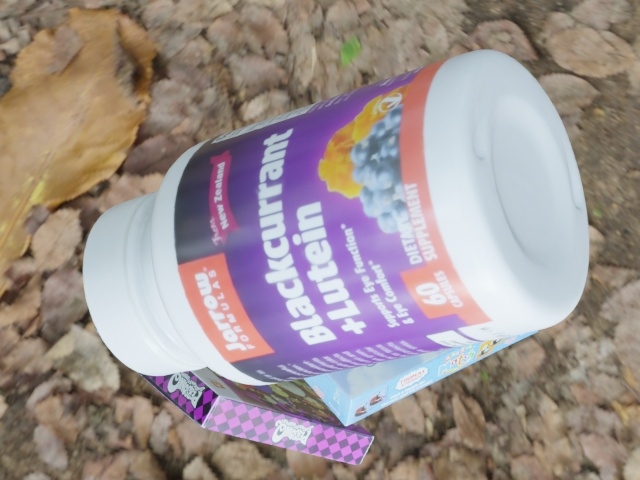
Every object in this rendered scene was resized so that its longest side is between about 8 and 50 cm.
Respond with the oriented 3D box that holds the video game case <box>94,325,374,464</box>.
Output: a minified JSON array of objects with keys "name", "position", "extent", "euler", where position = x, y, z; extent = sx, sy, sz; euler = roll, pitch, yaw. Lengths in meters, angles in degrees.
[{"name":"video game case","position":[-0.088,0.146,1.381],"extent":[0.232,0.210,0.042],"euler":[23,98,-45]}]

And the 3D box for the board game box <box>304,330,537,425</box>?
[{"name":"board game box","position":[0.059,0.054,1.146],"extent":[0.211,0.160,0.039],"euler":[-23,141,-30]}]

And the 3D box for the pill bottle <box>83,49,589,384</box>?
[{"name":"pill bottle","position":[0.000,0.000,0.549],"extent":[0.193,0.108,0.108],"euler":[-16,104,32]}]
